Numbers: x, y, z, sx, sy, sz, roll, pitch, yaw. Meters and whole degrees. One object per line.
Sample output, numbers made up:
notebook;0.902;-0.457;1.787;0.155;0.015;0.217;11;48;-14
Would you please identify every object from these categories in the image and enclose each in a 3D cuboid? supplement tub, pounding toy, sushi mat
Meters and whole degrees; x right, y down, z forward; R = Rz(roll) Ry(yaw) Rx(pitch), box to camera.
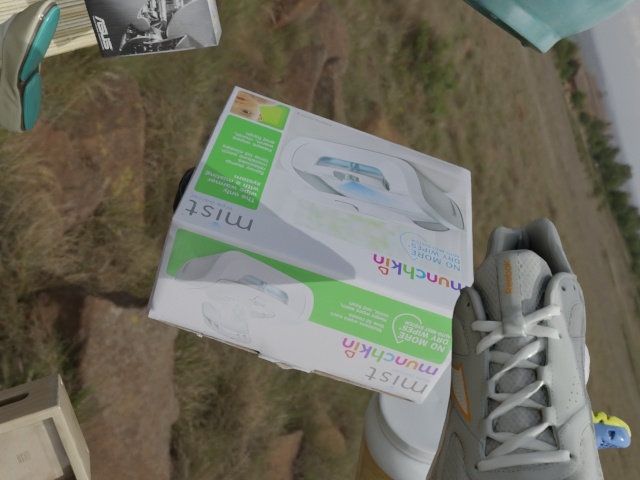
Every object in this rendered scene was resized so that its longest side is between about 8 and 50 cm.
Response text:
supplement tub;0.115;0.232;0.868;0.200;0.144;0.144;94;3;-45
pounding toy;-0.336;0.211;0.846;0.100;0.141;0.130;-131;-153;-64
sushi mat;-0.459;-0.352;1.210;0.316;0.019;0.152;-36;104;-49

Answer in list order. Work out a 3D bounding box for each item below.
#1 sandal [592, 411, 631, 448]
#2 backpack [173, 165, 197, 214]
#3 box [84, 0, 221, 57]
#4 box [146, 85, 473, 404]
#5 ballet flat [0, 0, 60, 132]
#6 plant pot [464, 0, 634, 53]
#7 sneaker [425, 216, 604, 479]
sandal;0.372;0.362;1.364;0.126;0.317;0.138;37;46;-63
backpack;-0.090;-0.039;1.049;0.152;0.181;0.115;-64;175;-60
box;-0.254;-0.386;1.131;0.056;0.182;0.231;-87;171;-52
box;0.000;0.000;0.746;0.231;0.261;0.127;-76;-172;-52
ballet flat;-0.415;-0.240;1.066;0.086;0.248;0.086;15;51;-19
plant pot;0.256;-0.350;0.938;0.293;0.196;0.293;32;17;-11
sneaker;0.101;0.076;0.423;0.262;0.099;0.121;-67;150;-62
